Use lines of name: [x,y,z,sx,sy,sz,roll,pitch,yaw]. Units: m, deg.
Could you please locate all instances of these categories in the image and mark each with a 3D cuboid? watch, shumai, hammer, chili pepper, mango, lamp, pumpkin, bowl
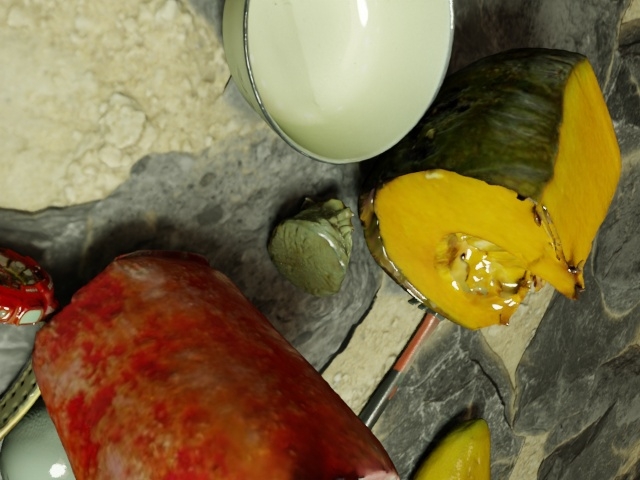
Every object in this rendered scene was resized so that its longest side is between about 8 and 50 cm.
watch: [-0.332,0.123,0.484,0.268,0.102,0.165,-51,133,-1]
shumai: [-0.001,-0.001,0.683,0.087,0.099,0.124,-56,170,-37]
hammer: [0.120,0.202,0.888,0.111,0.033,0.288,35,86,-41]
chili pepper: [-0.110,0.165,0.509,0.251,0.305,0.229,3,122,-53]
mango: [0.227,0.461,1.023,0.176,0.119,0.317,12,96,-31]
lamp: [-0.254,0.203,0.563,0.105,0.105,0.105,-15,117,-31]
pumpkin: [0.189,-0.054,0.673,0.256,0.303,0.225,42,60,-3]
bowl: [0.003,-0.203,0.566,0.237,0.126,0.238,-15,118,-32]
